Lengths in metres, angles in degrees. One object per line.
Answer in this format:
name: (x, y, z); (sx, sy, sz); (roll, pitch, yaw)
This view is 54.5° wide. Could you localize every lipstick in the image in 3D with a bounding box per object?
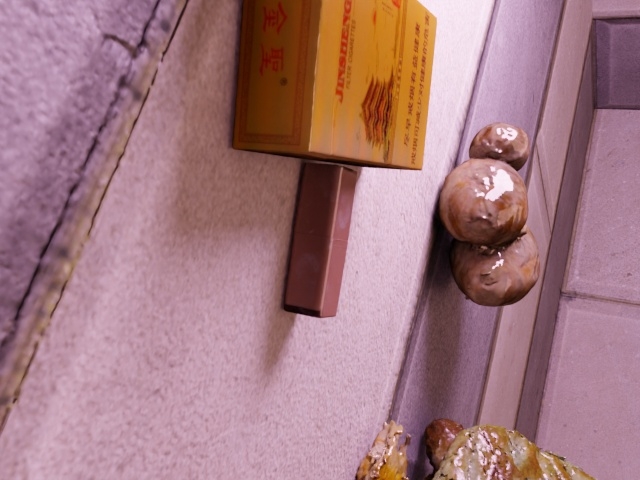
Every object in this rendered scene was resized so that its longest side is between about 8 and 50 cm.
lipstick: (0.000, 0.000, 0.605); (0.045, 0.045, 0.145); (7, 91, -61)

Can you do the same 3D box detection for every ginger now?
ginger: (0.283, -0.033, 1.023); (0.244, 0.155, 0.304); (-47, 138, -45)

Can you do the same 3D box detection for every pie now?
pie: (0.330, 0.490, 0.952); (0.180, 0.418, 0.395); (111, 4, -49)

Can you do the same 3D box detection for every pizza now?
pizza: (0.065, 0.391, 0.815); (0.189, 0.071, 0.296); (12, 83, -51)

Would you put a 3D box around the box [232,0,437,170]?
box: (0.029, -0.160, 0.586); (0.274, 0.076, 0.174); (-6, 101, -62)
